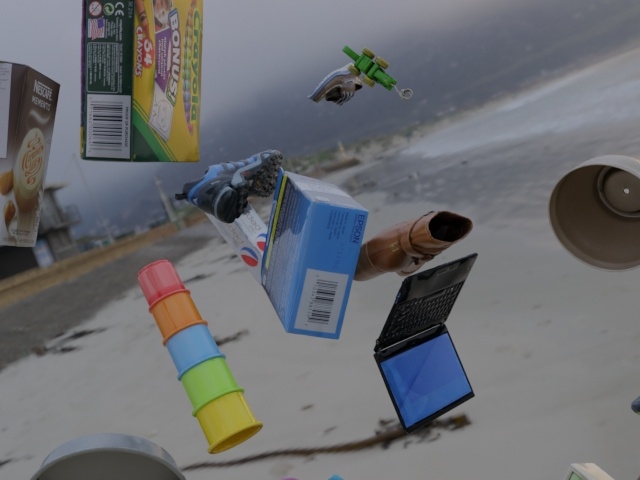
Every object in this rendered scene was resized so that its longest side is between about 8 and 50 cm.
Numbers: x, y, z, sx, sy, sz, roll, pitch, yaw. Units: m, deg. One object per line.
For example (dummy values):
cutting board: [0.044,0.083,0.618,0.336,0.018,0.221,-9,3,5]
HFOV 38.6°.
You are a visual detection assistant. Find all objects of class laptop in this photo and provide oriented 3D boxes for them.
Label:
laptop: [0.223,0.183,1.677,0.234,0.136,0.264,-15,-45,-48]

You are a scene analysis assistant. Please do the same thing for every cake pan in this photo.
cake pan: [-0.382,0.451,1.655,0.293,0.293,0.054,-21,38,8]

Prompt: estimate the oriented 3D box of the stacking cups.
stacking cups: [-0.207,0.180,1.451,0.096,0.316,0.096,-28,-20,-11]

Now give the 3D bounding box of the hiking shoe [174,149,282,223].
hiking shoe: [-0.185,-0.144,2.005,0.132,0.113,0.304,21,28,17]

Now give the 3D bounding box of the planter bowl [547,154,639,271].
planter bowl: [0.414,-0.052,1.270,0.162,0.162,0.109,-17,15,44]

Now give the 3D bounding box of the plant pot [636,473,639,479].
plant pot: [0.795,0.602,2.000,0.237,0.237,0.110,-19,-4,27]

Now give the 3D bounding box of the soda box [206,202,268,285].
soda box: [-0.163,-0.007,2.085,0.069,0.216,0.074,-40,4,-40]

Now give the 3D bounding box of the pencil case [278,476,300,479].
pencil case: [-0.151,0.582,1.776,0.386,0.160,0.167,-37,33,44]

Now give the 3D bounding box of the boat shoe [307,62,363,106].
boat shoe: [0.041,-0.325,1.947,0.066,0.066,0.183,-38,2,42]

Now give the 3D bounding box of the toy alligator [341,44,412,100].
toy alligator: [0.116,-0.323,1.792,0.056,0.190,0.051,-52,-25,8]

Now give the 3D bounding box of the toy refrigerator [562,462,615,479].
toy refrigerator: [0.626,0.589,1.923,0.094,0.102,0.269,9,19,-36]

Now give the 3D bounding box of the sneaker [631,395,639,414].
sneaker: [0.774,0.254,1.995,0.300,0.121,0.111,-52,-8,9]

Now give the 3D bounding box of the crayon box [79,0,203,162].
crayon box: [-0.312,-0.323,1.647,0.106,0.362,0.313,4,6,14]

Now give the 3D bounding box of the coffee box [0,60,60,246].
coffee box: [-0.451,-0.119,1.281,0.098,0.246,0.141,8,-1,3]

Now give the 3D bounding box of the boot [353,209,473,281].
boot: [0.201,-0.011,1.743,0.283,0.109,0.220,-11,-12,-46]

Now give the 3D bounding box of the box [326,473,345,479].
box: [0.028,0.623,1.948,0.100,0.244,0.060,-29,38,-33]

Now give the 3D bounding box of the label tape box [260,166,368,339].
label tape box: [-0.026,0.012,1.768,0.115,0.249,0.347,9,12,-13]
